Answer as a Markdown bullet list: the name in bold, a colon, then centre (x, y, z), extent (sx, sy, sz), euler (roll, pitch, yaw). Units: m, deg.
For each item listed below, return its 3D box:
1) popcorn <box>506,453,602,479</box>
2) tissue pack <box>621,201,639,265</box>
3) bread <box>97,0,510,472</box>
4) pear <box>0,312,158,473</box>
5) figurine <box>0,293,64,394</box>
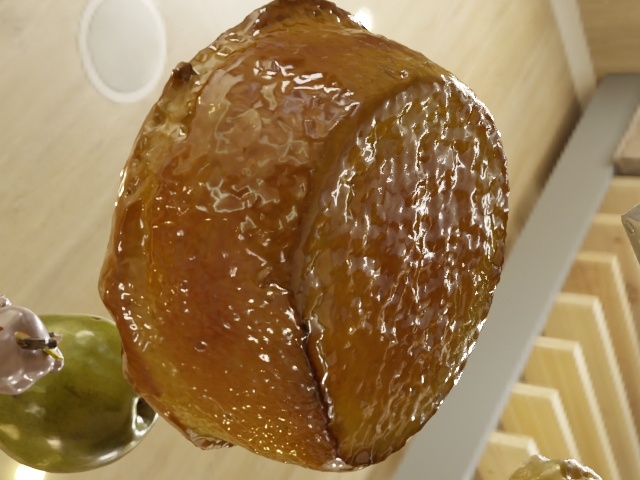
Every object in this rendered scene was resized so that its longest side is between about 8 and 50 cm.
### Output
- **popcorn**: centre (0.258, 0.423, 1.104), extent (0.344, 0.390, 0.354), euler (-59, -5, -6)
- **tissue pack**: centre (0.429, 0.054, 1.066), extent (0.136, 0.159, 0.246), euler (-31, -66, -7)
- **bread**: centre (0.002, 0.003, 0.706), extent (0.312, 0.172, 0.312), euler (-31, -51, -46)
- **pear**: centre (-0.405, 0.233, 1.675), extent (0.253, 0.307, 0.253), euler (12, -90, -81)
- **figurine**: centre (-0.393, 0.133, 1.359), extent (0.137, 0.229, 0.112), euler (32, -92, -12)
